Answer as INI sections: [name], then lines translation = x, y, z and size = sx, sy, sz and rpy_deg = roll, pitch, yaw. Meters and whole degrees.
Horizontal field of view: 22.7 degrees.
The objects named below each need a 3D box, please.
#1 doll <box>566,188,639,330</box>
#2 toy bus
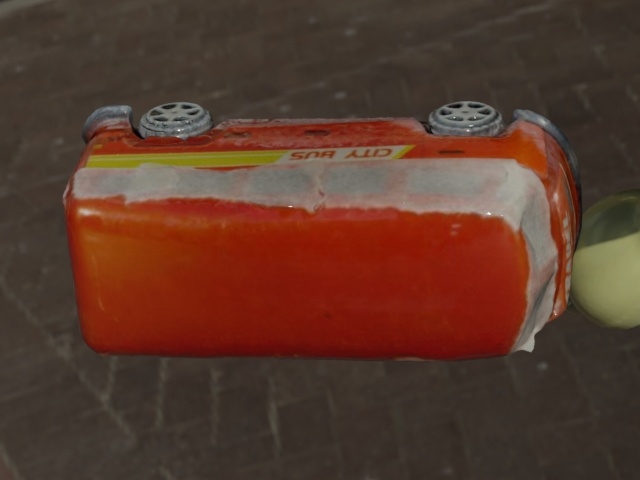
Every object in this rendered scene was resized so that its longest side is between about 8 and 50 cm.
[doll]
translation = 0.266, -0.017, 1.100
size = 0.117, 0.296, 0.141
rpy_deg = 21, 55, -16
[toy bus]
translation = 0.000, 0.000, 0.537
size = 0.174, 0.079, 0.077
rpy_deg = 1, 25, 9
